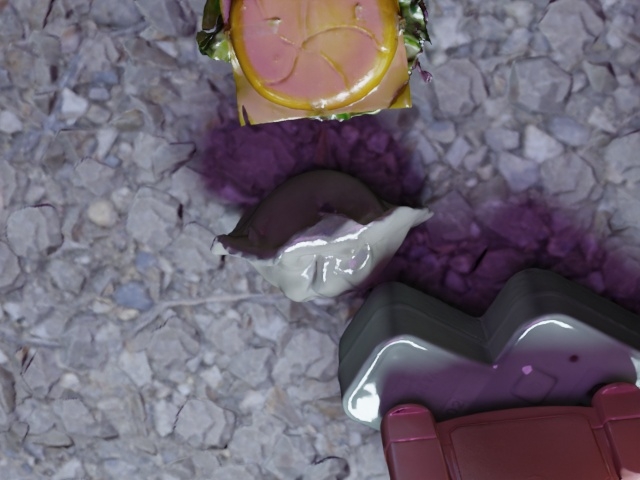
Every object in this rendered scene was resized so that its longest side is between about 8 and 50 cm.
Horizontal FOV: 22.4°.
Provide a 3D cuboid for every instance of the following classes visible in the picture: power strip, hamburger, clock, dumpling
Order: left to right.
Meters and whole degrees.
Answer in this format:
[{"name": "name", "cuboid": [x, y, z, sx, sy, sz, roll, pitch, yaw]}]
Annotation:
[{"name": "hamburger", "cuboid": [-0.003, -0.172, 1.276, 0.190, 0.093, 0.164, 5, 107, 6]}, {"name": "dumpling", "cuboid": [0.000, 0.000, 1.316, 0.188, 0.127, 0.108, -6, 101, 6]}, {"name": "power strip", "cuboid": [0.141, 0.124, 1.355, 0.261, 0.141, 0.229, 26, 113, -15]}, {"name": "clock", "cuboid": [0.163, 0.251, 1.278, 0.227, 0.142, 0.241, -5, 124, -2]}]
